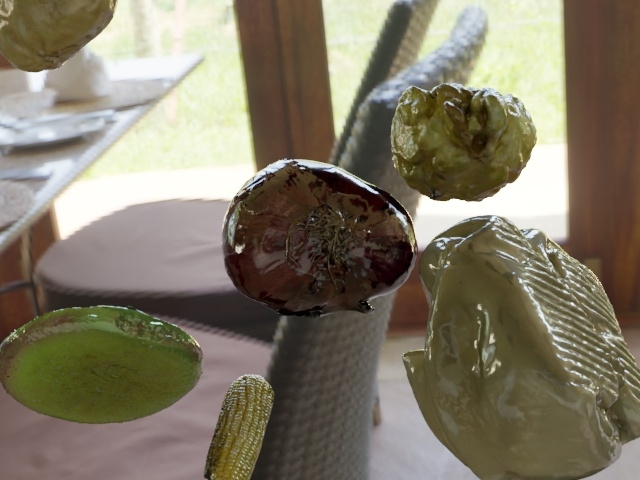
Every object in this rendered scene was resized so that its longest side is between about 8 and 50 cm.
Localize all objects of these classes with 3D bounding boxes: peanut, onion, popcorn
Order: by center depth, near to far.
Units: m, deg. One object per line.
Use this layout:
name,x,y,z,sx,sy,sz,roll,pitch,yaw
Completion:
onion,0.002,-0.002,1.457,0.280,0.221,0.281,3,-7,0
peanut,-0.385,-0.428,1.644,0.169,0.387,0.192,22,26,-42
popcorn,0.225,-0.150,1.655,0.233,0.192,0.266,13,-18,2

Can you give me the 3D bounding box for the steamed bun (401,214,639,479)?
steamed bun,0.245,0.163,1.350,0.342,0.255,0.368,28,31,-38

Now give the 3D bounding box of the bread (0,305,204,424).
bread,-0.320,0.192,1.499,0.301,0.301,0.045,-6,52,-1

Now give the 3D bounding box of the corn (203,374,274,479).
corn,-0.114,0.273,1.472,0.072,0.072,0.203,-2,38,13
